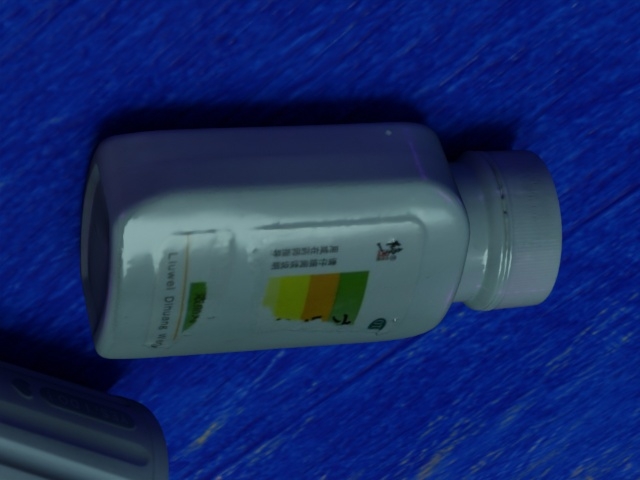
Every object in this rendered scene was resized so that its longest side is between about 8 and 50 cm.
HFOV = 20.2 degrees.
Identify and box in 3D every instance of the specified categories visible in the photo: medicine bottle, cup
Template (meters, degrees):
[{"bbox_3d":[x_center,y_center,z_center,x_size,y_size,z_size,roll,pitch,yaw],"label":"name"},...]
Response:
[{"bbox_3d":[0.000,0.000,1.159,0.296,0.111,0.161,-3,140,-18],"label":"medicine bottle"},{"bbox_3d":[-0.215,0.164,1.205,0.202,0.221,0.167,26,85,-36],"label":"cup"}]
